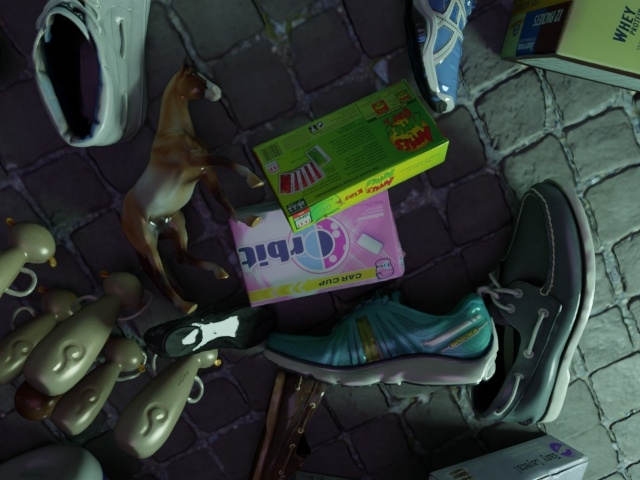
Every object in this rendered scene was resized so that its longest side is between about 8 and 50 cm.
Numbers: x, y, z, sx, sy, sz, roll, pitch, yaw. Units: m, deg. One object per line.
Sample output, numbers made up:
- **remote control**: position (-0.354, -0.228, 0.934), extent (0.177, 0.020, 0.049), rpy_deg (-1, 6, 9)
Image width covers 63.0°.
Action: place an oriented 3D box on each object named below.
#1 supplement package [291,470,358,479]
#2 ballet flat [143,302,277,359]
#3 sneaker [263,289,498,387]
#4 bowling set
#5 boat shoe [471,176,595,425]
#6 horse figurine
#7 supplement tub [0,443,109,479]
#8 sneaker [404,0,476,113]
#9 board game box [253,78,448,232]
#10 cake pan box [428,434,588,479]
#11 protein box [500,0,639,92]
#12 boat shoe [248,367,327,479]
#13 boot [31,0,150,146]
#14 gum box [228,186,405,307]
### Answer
- **supplement package**: position (0.018, 0.431, 0.641), extent (0.134, 0.244, 0.139), rpy_deg (12, 106, -7)
- **ballet flat**: position (-0.118, 0.099, 0.602), extent (0.173, 0.049, 0.057), rpy_deg (1, 100, -48)
- **sneaker**: position (0.068, 0.115, 0.631), extent (0.276, 0.107, 0.109), rpy_deg (-4, 85, 7)
- **bowling set**: position (-0.287, 0.117, 0.605), extent (0.200, 0.154, 0.287), rpy_deg (-26, 114, 43)
- **boat shoe**: position (0.239, 0.084, 0.621), extent (0.099, 0.116, 0.319), rpy_deg (-4, 112, -6)
- **horse figurine**: position (-0.152, -0.038, 0.565), extent (0.174, 0.066, 0.263), rpy_deg (43, 121, 19)
- **supplement tub**: position (-0.318, 0.450, 0.630), extent (0.241, 0.241, 0.331), rpy_deg (-21, 107, 3)
- **sneaker**: position (0.128, -0.239, 0.537), extent (0.081, 0.080, 0.211), rpy_deg (-8, 108, 2)
- **board game box**: position (0.031, -0.091, 0.556), extent (0.181, 0.043, 0.092), rpy_deg (-26, 68, -5)
- **cake pan box**: position (0.222, 0.391, 0.672), extent (0.267, 0.070, 0.245), rpy_deg (1, 108, -35)
- **protein box**: position (0.322, -0.259, 0.513), extent (0.201, 0.136, 0.199), rpy_deg (11, 106, -7)
- **boat shoe**: position (-0.047, 0.268, 0.679), extent (0.073, 0.073, 0.206), rpy_deg (15, 105, -5)
- **boot**: position (-0.218, -0.218, 0.499), extent (0.095, 0.123, 0.258), rpy_deg (-2, 106, -3)
- **gum box**: position (0.000, 0.000, 0.608), extent (0.189, 0.062, 0.107), rpy_deg (-12, 106, 1)
